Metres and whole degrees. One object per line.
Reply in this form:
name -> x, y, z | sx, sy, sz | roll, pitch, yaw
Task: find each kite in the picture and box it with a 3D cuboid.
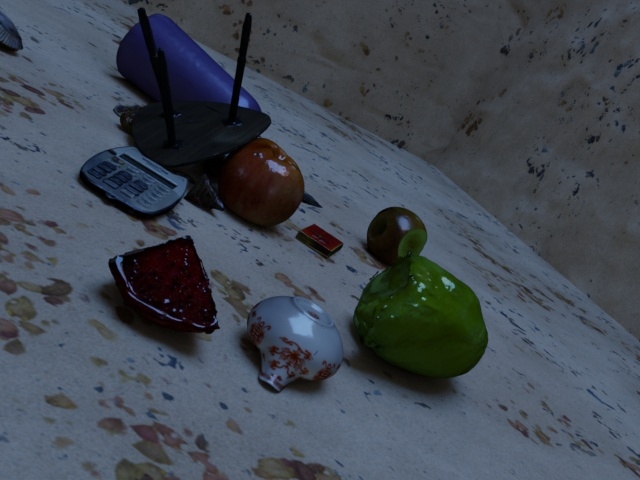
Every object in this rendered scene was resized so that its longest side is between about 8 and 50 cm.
kite -> -0.103, -0.144, 2.130 | 0.152, 0.015, 0.285 | 39, 16, 24

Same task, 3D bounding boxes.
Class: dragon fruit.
dragon fruit -> -0.216, 0.081, 1.110 | 0.127, 0.120, 0.161 | 107, -40, -65

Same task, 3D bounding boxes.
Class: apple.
apple -> -0.128, -0.131, 1.760 | 0.209, 0.164, 0.209 | 32, 16, -11
apple -> 0.208, -0.009, 2.083 | 0.147, 0.146, 0.163 | 29, 13, -29

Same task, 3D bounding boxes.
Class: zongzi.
zongzi -> -0.227, -0.085, 1.638 | 0.073, 0.067, 0.083 | 37, -3, 43

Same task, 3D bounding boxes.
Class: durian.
durian -> 0.193, 0.144, 1.468 | 0.340, 0.204, 0.256 | 26, 5, -25

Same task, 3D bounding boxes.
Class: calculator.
calculator -> -0.350, -0.111, 1.494 | 0.177, 0.040, 0.268 | 32, 16, -1

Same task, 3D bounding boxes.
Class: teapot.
teapot -> -0.035, 0.146, 1.217 | 0.159, 0.116, 0.245 | 23, 8, 9

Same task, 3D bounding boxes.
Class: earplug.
earplug -> -0.340, -0.417, 2.179 | 0.456, 0.215, 0.215 | 41, 17, 19

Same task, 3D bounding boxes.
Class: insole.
insole -> -0.471, -0.324, 1.986 | 0.065, 0.006, 0.193 | 32, 16, 0

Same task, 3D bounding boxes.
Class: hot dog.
hot dog -> -0.429, -0.267, 1.832 | 0.083, 0.035, 0.058 | 17, 21, -41
hot dog -> -0.766, -0.508, 1.886 | 0.108, 0.059, 0.191 | 37, 5, -40

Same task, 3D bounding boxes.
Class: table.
table -> -0.297, -0.352, 1.700 | 0.317, 0.249, 0.317 | 0, 35, 0

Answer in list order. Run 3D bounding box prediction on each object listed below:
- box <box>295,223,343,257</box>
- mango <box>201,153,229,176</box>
box -> 0.000, 0.000, 1.870 | 0.090, 0.023, 0.133 | 33, 15, 9
mango -> -0.238, -0.233, 1.941 | 0.133, 0.111, 0.267 | 28, 33, -12
